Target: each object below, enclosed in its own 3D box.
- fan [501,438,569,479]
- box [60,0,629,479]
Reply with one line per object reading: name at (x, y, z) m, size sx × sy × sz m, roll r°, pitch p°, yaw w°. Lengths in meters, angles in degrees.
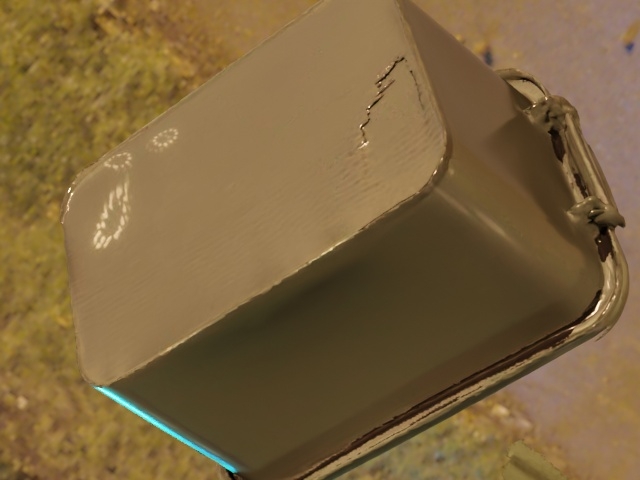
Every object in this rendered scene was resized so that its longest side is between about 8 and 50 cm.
fan at (0.291, 0.243, 0.867) m, size 0.415 × 0.233 × 0.012 m, roll 29°, pitch 144°, yaw -8°
box at (0.000, 0.000, 0.627) m, size 0.243 × 0.163 × 0.135 m, roll -31°, pitch 139°, yaw 21°
